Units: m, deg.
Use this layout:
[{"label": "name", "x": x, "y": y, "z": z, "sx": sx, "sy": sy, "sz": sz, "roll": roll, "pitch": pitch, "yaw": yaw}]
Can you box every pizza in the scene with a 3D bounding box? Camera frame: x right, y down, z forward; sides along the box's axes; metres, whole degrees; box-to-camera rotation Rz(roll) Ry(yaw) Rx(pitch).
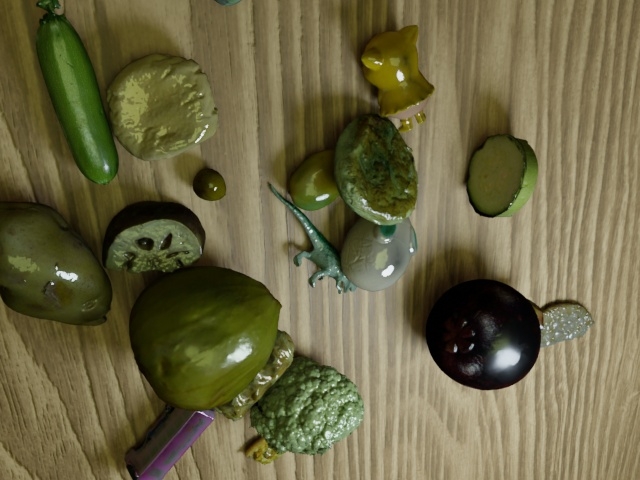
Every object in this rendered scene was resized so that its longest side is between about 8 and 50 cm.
[{"label": "pizza", "x": -0.135, "y": 0.590, "z": 1.706, "sx": 0.160, "sy": 0.036, "sz": 0.098, "roll": -23, "pitch": 116, "yaw": -8}]

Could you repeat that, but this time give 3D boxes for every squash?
[{"label": "squash", "x": -0.495, "y": -0.291, "z": 1.211, "sx": 0.102, "sy": 0.101, "sz": 0.378, "roll": -16, "pitch": 118, "yaw": -12}, {"label": "squash", "x": 0.480, "y": -0.156, "z": 1.516, "sx": 0.133, "sy": 0.220, "sz": 0.220, "roll": 9, "pitch": 107, "yaw": -18}]

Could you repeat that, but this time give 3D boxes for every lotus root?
[{"label": "lotus root", "x": -0.376, "y": -0.009, "z": 1.348, "sx": 0.235, "sy": 0.119, "sz": 0.138, "roll": -6, "pitch": 112, "yaw": -13}]

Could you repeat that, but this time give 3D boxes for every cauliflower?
[{"label": "cauliflower", "x": -0.043, "y": 0.462, "z": 1.598, "sx": 0.272, "sy": 0.275, "sz": 0.250, "roll": -48, "pitch": 162, "yaw": -30}]

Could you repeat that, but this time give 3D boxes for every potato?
[{"label": "potato", "x": -0.576, "y": 0.062, "z": 1.264, "sx": 0.218, "sy": 0.202, "sz": 0.351, "roll": -19, "pitch": 128, "yaw": 30}]

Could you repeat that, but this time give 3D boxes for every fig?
[{"label": "fig", "x": -0.250, "y": -0.123, "z": 1.373, "sx": 0.074, "sy": 0.074, "sz": 0.088, "roll": -44, "pitch": 143, "yaw": 2}, {"label": "fig", "x": -0.261, "y": 0.204, "z": 1.369, "sx": 0.344, "sy": 0.343, "sz": 0.343, "roll": -6, "pitch": 112, "yaw": -16}]

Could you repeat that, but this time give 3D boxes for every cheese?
[{"label": "cheese", "x": -0.336, "y": -0.281, "z": 1.261, "sx": 0.226, "sy": 0.117, "sz": 0.213, "roll": -20, "pitch": 109, "yaw": -5}]

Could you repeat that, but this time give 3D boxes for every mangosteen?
[{"label": "mangosteen", "x": 0.458, "y": 0.254, "z": 1.643, "sx": 0.347, "sy": 0.307, "sz": 0.306, "roll": 5, "pitch": 111, "yaw": -50}]

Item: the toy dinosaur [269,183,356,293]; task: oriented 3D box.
[{"label": "toy dinosaur", "x": -0.026, "y": 0.035, "z": 1.495, "sx": 0.383, "sy": 0.076, "sz": 0.129, "roll": 50, "pitch": 58, "yaw": -33}]

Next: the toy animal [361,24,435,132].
[{"label": "toy animal", "x": 0.183, "y": -0.366, "z": 1.381, "sx": 0.156, "sy": 0.156, "sz": 0.229, "roll": -31, "pitch": 120, "yaw": -5}]

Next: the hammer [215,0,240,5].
[{"label": "hammer", "x": -0.153, "y": -0.649, "z": 1.185, "sx": 0.206, "sy": 0.119, "sz": 0.335, "roll": 39, "pitch": 88, "yaw": -27}]

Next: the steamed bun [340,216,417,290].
[{"label": "steamed bun", "x": 0.156, "y": 0.022, "z": 1.507, "sx": 0.177, "sy": 0.131, "sz": 0.228, "roll": 27, "pitch": 87, "yaw": -34}]

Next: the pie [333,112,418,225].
[{"label": "pie", "x": 0.144, "y": -0.163, "z": 1.420, "sx": 0.277, "sy": 0.079, "sz": 0.276, "roll": 10, "pitch": 73, "yaw": -34}]

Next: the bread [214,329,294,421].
[{"label": "bread", "x": -0.184, "y": 0.327, "z": 1.530, "sx": 0.152, "sy": 0.130, "sz": 0.267, "roll": 44, "pitch": 91, "yaw": 7}]

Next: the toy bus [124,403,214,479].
[{"label": "toy bus", "x": -0.393, "y": 0.511, "z": 1.554, "sx": 0.090, "sy": 0.112, "sz": 0.274, "roll": 37, "pitch": 96, "yaw": -34}]

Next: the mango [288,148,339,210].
[{"label": "mango", "x": 0.005, "y": -0.153, "z": 1.441, "sx": 0.191, "sy": 0.085, "sz": 0.122, "roll": -43, "pitch": 108, "yaw": -12}]

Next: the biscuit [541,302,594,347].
[{"label": "biscuit", "x": 0.728, "y": 0.261, "z": 1.858, "sx": 0.290, "sy": 0.038, "sz": 0.141, "roll": -14, "pitch": 113, "yaw": -14}]
